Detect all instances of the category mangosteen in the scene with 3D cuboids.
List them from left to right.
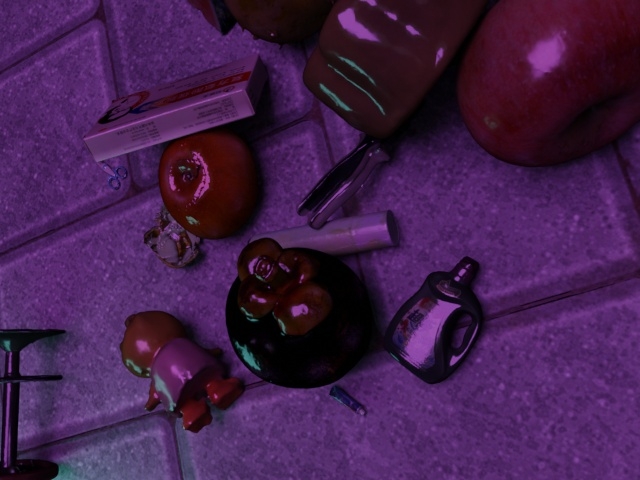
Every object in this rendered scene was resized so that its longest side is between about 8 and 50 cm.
[{"bbox_3d":[-0.050,0.119,1.275,0.275,0.302,0.275,-9,54,12],"label":"mangosteen"}]

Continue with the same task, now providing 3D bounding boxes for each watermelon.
[{"bbox_3d":[-0.264,-0.568,1.584,0.202,0.207,0.136,-27,43,37],"label":"watermelon"}]

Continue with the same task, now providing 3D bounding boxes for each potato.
[{"bbox_3d":[-0.097,-0.579,1.435,0.270,0.219,0.359,-30,82,11],"label":"potato"}]

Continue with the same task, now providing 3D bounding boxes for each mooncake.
[{"bbox_3d":[0.126,-0.368,1.218,0.201,0.378,0.378,34,99,-6],"label":"mooncake"}]

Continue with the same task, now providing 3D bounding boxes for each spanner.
[{"bbox_3d":[0.081,-0.154,1.375,0.325,0.040,0.095,-46,38,1],"label":"spanner"}]

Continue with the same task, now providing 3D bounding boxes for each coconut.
[{"bbox_3d":[-0.319,-0.010,1.571,0.133,0.055,0.158,-14,74,26],"label":"coconut"}]

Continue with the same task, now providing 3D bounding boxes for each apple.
[{"bbox_3d":[-0.234,-0.122,1.480,0.210,0.173,0.235,-32,70,19],"label":"apple"},{"bbox_3d":[0.369,-0.283,1.123,0.345,0.345,0.269,-33,62,19],"label":"apple"}]

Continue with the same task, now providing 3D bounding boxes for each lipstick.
[{"bbox_3d":[0.000,0.000,1.397,0.304,0.076,0.076,-11,77,25],"label":"lipstick"}]

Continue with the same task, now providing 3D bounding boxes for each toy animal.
[{"bbox_3d":[-0.309,0.246,1.465,0.195,0.169,0.281,-36,52,-29],"label":"toy animal"}]

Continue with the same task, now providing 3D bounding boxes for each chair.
[{"bbox_3d":[-0.692,0.399,1.606,0.227,0.226,0.401,-4,81,26],"label":"chair"}]

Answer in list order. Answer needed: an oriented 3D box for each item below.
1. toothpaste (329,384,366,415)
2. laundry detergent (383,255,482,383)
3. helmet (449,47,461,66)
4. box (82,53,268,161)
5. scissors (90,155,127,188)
[{"bbox_3d":[0.051,0.302,1.353,0.083,0.019,0.027,31,120,28],"label":"toothpaste"},{"bbox_3d":[0.218,0.133,1.265,0.144,0.078,0.221,39,97,25],"label":"laundry detergent"},{"bbox_3d":[0.269,-0.355,1.328,0.111,0.057,0.089,-61,27,12],"label":"helmet"},{"bbox_3d":[-0.292,-0.277,1.489,0.353,0.069,0.214,-16,30,13],"label":"box"},{"bbox_3d":[-0.508,-0.171,1.717,0.119,0.014,0.058,39,96,23],"label":"scissors"}]
